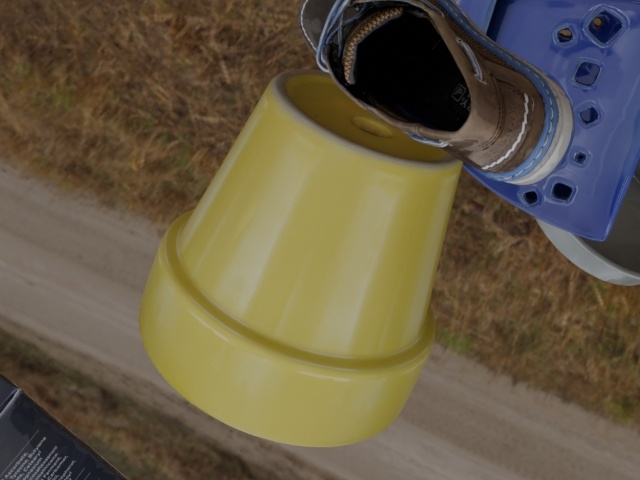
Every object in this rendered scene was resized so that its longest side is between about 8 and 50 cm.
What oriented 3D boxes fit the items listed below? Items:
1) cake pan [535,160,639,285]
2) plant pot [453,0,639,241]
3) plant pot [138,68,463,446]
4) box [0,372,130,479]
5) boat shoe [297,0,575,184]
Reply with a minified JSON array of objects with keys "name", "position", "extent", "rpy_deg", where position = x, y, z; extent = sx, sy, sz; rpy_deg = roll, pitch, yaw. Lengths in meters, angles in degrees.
[{"name":"cake pan","position":[0.411,-0.059,1.257],"extent":[0.293,0.293,0.054],"rpy_deg":[34,140,-4]},{"name":"plant pot","position":[0.225,-0.162,0.915],"extent":[0.212,0.236,0.236],"rpy_deg":[18,112,7]},{"name":"plant pot","position":[0.000,0.000,0.737],"extent":[0.254,0.254,0.239],"rpy_deg":[27,117,8]},{"name":"box","position":[-0.366,0.220,0.878],"extent":[0.343,0.179,0.312],"rpy_deg":[23,155,34]},{"name":"boat shoe","position":[0.037,-0.091,0.412],"extent":[0.066,0.066,0.183],"rpy_deg":[12,-160,-42]}]
